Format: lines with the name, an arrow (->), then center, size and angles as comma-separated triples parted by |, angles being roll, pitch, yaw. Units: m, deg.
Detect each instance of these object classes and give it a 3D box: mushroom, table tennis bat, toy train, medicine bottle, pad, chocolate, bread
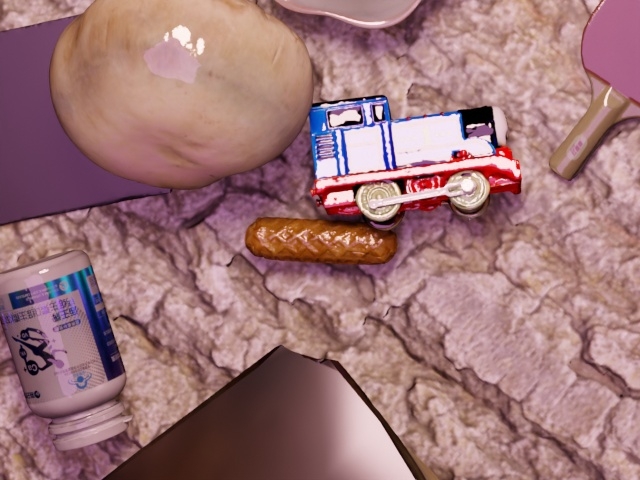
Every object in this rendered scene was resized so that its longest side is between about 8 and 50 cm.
mushroom -> -0.129, -0.178, 1.848 | 0.260, 0.254, 0.234 | 8, 62, 6
table tennis bat -> 0.307, -0.164, 1.870 | 0.138, 0.022, 0.246 | 38, 100, 3
toy train -> 0.091, -0.082, 1.874 | 0.204, 0.083, 0.131 | -7, 80, 4
medicine bottle -> -0.262, 0.113, 1.958 | 0.107, 0.107, 0.191 | -16, 95, 11
pad -> -0.316, -0.119, 1.987 | 0.300, 0.005, 0.202 | -11, 96, 11
chocolate -> -0.011, 0.312, 1.862 | 0.314, 0.297, 0.326 | -39, 73, 5
bread -> 0.000, 0.000, 1.926 | 0.157, 0.052, 0.044 | 3, 97, 9

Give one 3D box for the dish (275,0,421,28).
dish -> 0.040, -0.315, 1.863 | 0.229, 0.081, 0.229 | 1, 94, 10
